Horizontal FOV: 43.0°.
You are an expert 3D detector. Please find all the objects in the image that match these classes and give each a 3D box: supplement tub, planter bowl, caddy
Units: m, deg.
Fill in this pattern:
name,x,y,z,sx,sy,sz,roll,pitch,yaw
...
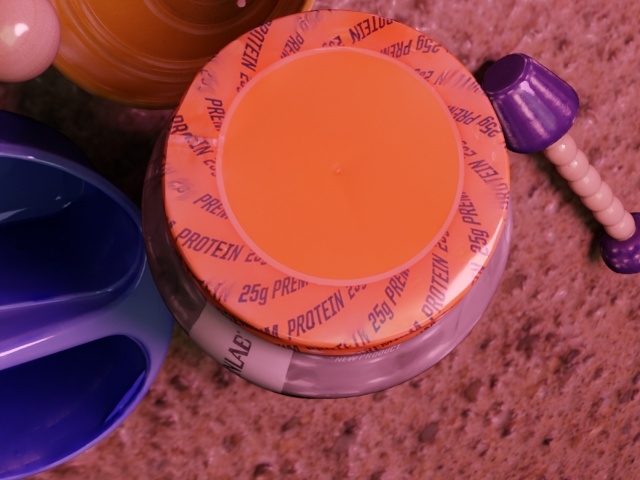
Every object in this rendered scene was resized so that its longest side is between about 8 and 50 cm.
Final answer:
name,x,y,z,sx,sy,sz,roll,pitch,yaw
supplement tub,0.000,0.000,0.498,0.193,0.316,0.194,0,79,-2
planter bowl,-0.086,-0.192,0.518,0.217,0.090,0.217,2,98,14
caddy,-0.268,0.048,0.518,0.341,0.179,0.241,-9,116,-21

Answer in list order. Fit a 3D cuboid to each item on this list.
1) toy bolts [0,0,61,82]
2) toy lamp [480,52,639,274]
name,x,y,z,sx,sy,sz,roll,pitch,yaw
toy bolts,-0.214,-0.180,0.415,0.158,0.218,0.229,9,118,-6
toy lamp,0.240,-0.069,0.762,0.080,0.080,0.274,-49,126,3
